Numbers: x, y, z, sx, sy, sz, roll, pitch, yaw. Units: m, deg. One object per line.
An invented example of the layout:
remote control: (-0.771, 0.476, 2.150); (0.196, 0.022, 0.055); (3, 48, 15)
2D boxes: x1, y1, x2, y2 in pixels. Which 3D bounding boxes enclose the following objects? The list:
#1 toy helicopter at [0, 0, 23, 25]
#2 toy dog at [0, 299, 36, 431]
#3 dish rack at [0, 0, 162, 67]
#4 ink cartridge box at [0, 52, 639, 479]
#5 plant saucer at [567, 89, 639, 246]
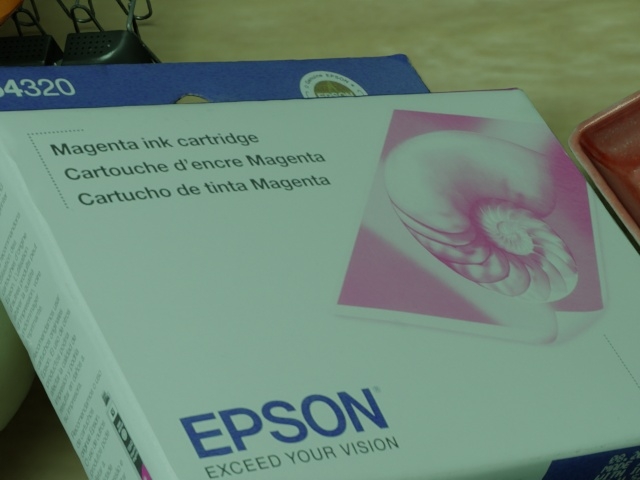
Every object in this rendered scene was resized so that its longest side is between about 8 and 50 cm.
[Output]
toy helicopter: (-0.252, -0.205, 1.125); (0.235, 0.140, 0.355); (-27, 28, 31)
toy dog: (-0.318, 0.135, 0.980); (0.395, 0.284, 0.408); (21, 68, 6)
dish rack: (-0.183, -0.188, 1.224); (0.208, 0.074, 0.272); (-1, 58, 13)
ink cartridge box: (0.000, 0.000, 0.956); (0.324, 0.071, 0.330); (-6, 50, -35)
plant saucer: (0.300, -0.016, 1.003); (0.259, 0.048, 0.258); (-29, 57, -4)
